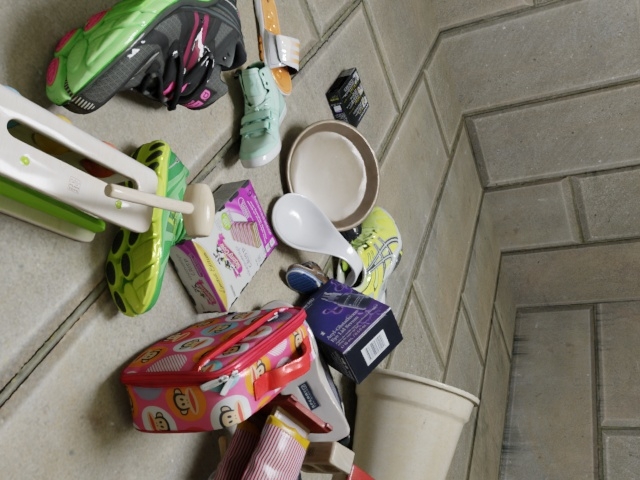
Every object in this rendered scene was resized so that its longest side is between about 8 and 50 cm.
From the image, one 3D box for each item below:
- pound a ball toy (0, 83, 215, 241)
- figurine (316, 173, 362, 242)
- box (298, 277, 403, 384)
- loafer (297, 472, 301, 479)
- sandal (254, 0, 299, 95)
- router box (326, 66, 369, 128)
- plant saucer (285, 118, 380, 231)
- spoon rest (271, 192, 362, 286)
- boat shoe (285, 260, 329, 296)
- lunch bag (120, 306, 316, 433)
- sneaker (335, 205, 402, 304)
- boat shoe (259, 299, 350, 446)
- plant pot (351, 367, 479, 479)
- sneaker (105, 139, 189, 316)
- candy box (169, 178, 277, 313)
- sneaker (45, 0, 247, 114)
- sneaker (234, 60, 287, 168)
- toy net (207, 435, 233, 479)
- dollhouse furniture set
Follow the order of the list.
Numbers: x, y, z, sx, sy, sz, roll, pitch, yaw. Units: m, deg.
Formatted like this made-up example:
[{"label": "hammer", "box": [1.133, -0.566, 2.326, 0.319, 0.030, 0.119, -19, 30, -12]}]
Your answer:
[{"label": "pound a ball toy", "box": [-0.308, -0.100, 0.800, 0.319, 0.208, 0.135, 31, 57, -55]}, {"label": "figurine", "box": [0.054, -0.132, 1.638, 0.209, 0.092, 0.215, 64, 31, -23]}, {"label": "box", "box": [0.053, 0.196, 1.362, 0.153, 0.207, 0.108, -42, 128, -23]}, {"label": "loafer", "box": [-0.080, 0.443, 1.234, 0.078, 0.076, 0.223, -23, 108, -70]}, {"label": "sandal", "box": [-0.095, -0.480, 1.445, 0.102, 0.076, 0.265, -22, 102, -62]}, {"label": "router box", "box": [0.083, -0.412, 1.799, 0.133, 0.046, 0.179, 66, 32, -29]}, {"label": "plant saucer", "box": [0.029, -0.159, 1.517, 0.278, 0.041, 0.278, 1, 89, -31]}, {"label": "spoon rest", "box": [0.000, 0.000, 1.417, 0.276, 0.084, 0.137, 42, 54, -20]}, {"label": "boat shoe", "box": [-0.029, 0.087, 1.450, 0.183, 0.066, 0.066, 42, 35, -54]}, {"label": "lunch bag", "box": [-0.140, 0.202, 0.986, 0.293, 0.258, 0.120, -29, 109, -61]}, {"label": "sneaker", "box": [0.127, 0.047, 1.661, 0.147, 0.145, 0.384, 54, 37, -43]}, {"label": "boat shoe", "box": [-0.045, 0.286, 1.330, 0.158, 0.127, 0.340, 166, -98, -87]}, {"label": "plant pot", "box": [0.208, 0.516, 1.554, 0.334, 0.334, 0.305, 42, 59, -51]}, {"label": "sneaker", "box": [-0.256, -0.019, 0.983, 0.123, 0.109, 0.295, 34, 53, -50]}, {"label": "candy box", "box": [-0.181, 0.007, 1.162, 0.233, 0.071, 0.159, -57, 133, -50]}, {"label": "sneaker", "box": [-0.242, -0.304, 1.008, 0.202, 0.185, 0.483, 66, 33, -21]}, {"label": "sneaker", "box": [-0.143, -0.270, 1.279, 0.256, 0.094, 0.151, -83, 157, -45]}, {"label": "toy net", "box": [-0.165, 0.388, 1.128, 0.122, 0.045, 0.232, 53, 41, -46]}, {"label": "dollhouse furniture set", "box": [-0.016, 0.453, 1.095, 0.374, 0.152, 0.201, 44, 49, -29]}]
